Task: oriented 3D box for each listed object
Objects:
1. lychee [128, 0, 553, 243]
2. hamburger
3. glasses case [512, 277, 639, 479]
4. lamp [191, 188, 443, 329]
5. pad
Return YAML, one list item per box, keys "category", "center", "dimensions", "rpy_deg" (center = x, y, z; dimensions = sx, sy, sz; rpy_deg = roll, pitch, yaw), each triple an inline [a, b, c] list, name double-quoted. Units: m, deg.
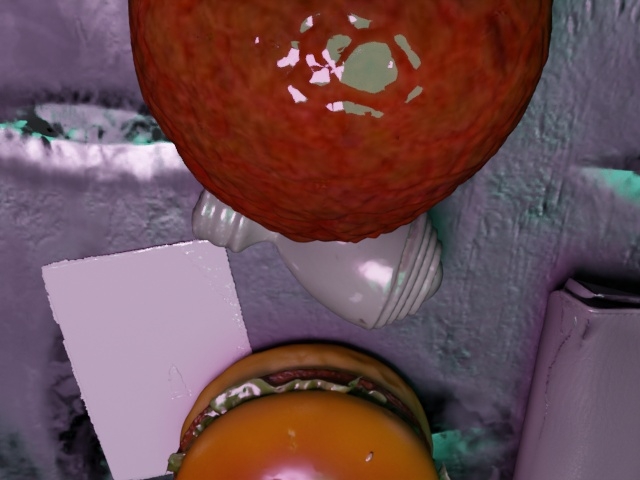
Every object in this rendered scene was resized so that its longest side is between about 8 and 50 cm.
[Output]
- category: "lychee"
  center: [0.012, -0.131, 0.585]
  dimensions: [0.255, 0.255, 0.300]
  rpy_deg: [-6, 139, 2]
- category: "hamburger"
  center: [-0.009, 0.215, 0.794]
  dimensions: [0.246, 0.170, 0.246]
  rpy_deg: [-1, 114, -2]
- category: "glasses case"
  center: [0.234, 0.165, 0.826]
  dimensions: [0.128, 0.083, 0.308]
  rpy_deg: [1, 116, -8]
- category: "lamp"
  center: [0.000, 0.000, 0.731]
  dimensions: [0.193, 0.106, 0.106]
  rpy_deg: [18, 115, -2]
- category: "pad"
  center: [-0.134, 0.109, 0.833]
  dimensions: [0.156, 0.004, 0.232]
  rpy_deg: [-9, 116, 3]
